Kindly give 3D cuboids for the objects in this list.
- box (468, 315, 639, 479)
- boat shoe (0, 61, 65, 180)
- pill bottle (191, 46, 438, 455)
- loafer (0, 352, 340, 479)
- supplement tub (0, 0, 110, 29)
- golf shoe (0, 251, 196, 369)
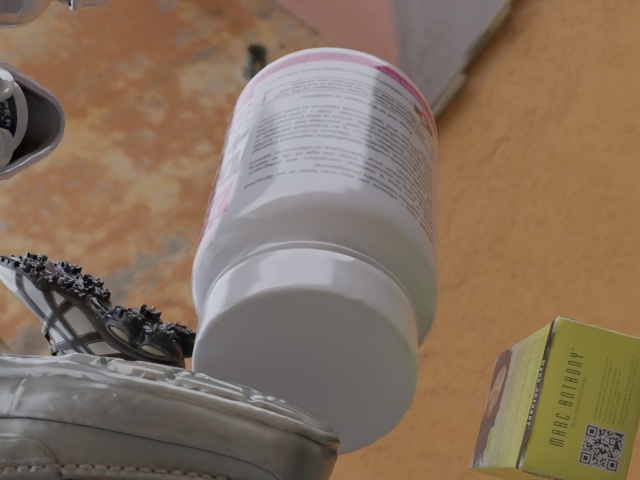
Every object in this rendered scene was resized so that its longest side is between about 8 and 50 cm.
[{"bbox_3d":[0.137,0.105,0.778,0.232,0.058,0.087,95,-170,-79],"label":"box"},{"bbox_3d":[-0.210,-0.076,0.736,0.258,0.084,0.095,-63,-27,-80],"label":"boat shoe"},{"bbox_3d":[0.000,0.000,0.872,0.283,0.160,0.160,-83,13,-55],"label":"pill bottle"},{"bbox_3d":[-0.147,0.115,0.690,0.112,0.320,0.111,34,-119,-69],"label":"loafer"},{"bbox_3d":[-0.329,-0.286,1.011,0.325,0.235,0.235,-1,-44,-13],"label":"supplement tub"},{"bbox_3d":[-0.198,0.076,1.045,0.077,0.198,0.093,4,-69,-62],"label":"golf shoe"}]
